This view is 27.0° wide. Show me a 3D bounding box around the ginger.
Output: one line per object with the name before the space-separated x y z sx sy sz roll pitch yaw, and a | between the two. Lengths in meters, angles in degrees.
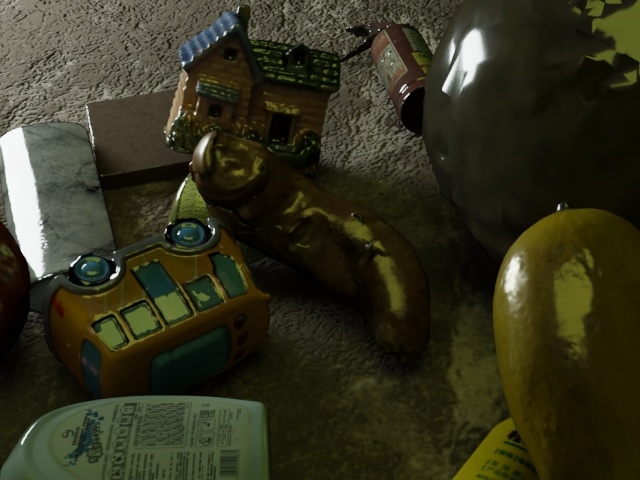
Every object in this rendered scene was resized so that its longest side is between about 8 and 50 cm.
ginger | -0.001 -0.002 1.363 0.309 0.107 0.133 35 3 8

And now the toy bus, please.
toy bus | -0.151 0.077 1.294 0.210 0.126 0.136 -23 51 -26

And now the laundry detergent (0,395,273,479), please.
laundry detergent | -0.179 0.224 1.115 0.281 0.105 0.214 -2 39 -3

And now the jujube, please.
jujube | -0.367 0.038 1.330 0.168 0.168 0.236 -9 21 -9

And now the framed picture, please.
framed picture | -0.217 -0.127 1.641 0.128 0.023 0.168 -10 38 -10

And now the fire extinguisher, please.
fire extinguisher | 0.091 -0.230 1.718 0.106 0.075 0.252 -9 39 -9

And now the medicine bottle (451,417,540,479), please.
medicine bottle | 0.205 0.180 1.191 0.095 0.064 0.260 34 44 15

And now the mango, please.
mango | 0.235 0.127 1.097 0.195 0.142 0.331 12 60 -39

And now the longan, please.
longan | 0.296 -0.125 1.325 0.391 0.391 0.391 -1 38 1

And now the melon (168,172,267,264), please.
melon | -0.091 -0.038 1.474 0.128 0.079 0.160 8 38 15

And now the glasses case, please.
glasses case | -0.295 -0.032 1.489 0.114 0.060 0.299 -11 38 -12

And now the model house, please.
model house | -0.076 -0.178 1.530 0.183 0.172 0.166 13 10 -12
